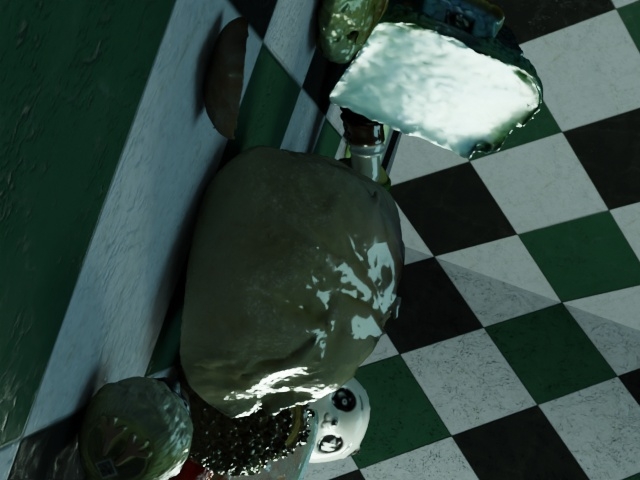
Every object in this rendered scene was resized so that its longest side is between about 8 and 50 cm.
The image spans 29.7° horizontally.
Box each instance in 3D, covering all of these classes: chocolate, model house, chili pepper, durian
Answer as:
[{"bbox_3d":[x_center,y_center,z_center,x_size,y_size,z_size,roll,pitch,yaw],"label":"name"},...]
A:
[{"bbox_3d":[-0.079,-0.133,0.992,0.101,0.031,0.064,109,-14,-59],"label":"chocolate"},{"bbox_3d":[0.185,-0.289,1.714,0.226,0.261,0.241,126,-16,-54],"label":"model house"},{"bbox_3d":[-0.180,0.332,1.514,0.070,0.073,0.123,38,67,-53],"label":"chili pepper"},{"bbox_3d":[-0.089,0.172,1.392,0.196,0.167,0.196,-179,-90,-90],"label":"durian"}]

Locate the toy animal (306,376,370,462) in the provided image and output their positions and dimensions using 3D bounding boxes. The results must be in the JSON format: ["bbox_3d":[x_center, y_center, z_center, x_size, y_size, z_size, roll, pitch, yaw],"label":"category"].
[{"bbox_3d":[-0.022,0.317,2.281,0.165,0.235,0.187,10,99,-79],"label":"toy animal"}]

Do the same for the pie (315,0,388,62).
[{"bbox_3d":[0.069,-0.368,1.472,0.306,0.071,0.306,19,90,-85],"label":"pie"}]

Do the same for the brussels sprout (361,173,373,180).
[{"bbox_3d":[0.000,0.000,1.619,0.223,0.161,0.223,18,90,-78],"label":"brussels sprout"}]

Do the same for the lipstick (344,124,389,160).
[{"bbox_3d":[0.101,-0.233,2.297,0.304,0.076,0.076,104,7,-53],"label":"lipstick"}]

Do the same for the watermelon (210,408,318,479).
[{"bbox_3d":[-0.141,0.323,1.783,0.318,0.148,0.226,-47,143,-42],"label":"watermelon"}]

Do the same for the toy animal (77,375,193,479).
[{"bbox_3d":[-0.159,0.171,1.006,0.137,0.098,0.098,-54,180,17],"label":"toy animal"}]

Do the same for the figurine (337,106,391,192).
[{"bbox_3d":[0.028,-0.024,1.862,0.281,0.167,0.370,-96,-163,-68],"label":"figurine"}]

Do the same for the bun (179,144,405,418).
[{"bbox_3d":[-0.018,0.032,1.216,0.281,0.205,0.281,6,90,-84],"label":"bun"}]
